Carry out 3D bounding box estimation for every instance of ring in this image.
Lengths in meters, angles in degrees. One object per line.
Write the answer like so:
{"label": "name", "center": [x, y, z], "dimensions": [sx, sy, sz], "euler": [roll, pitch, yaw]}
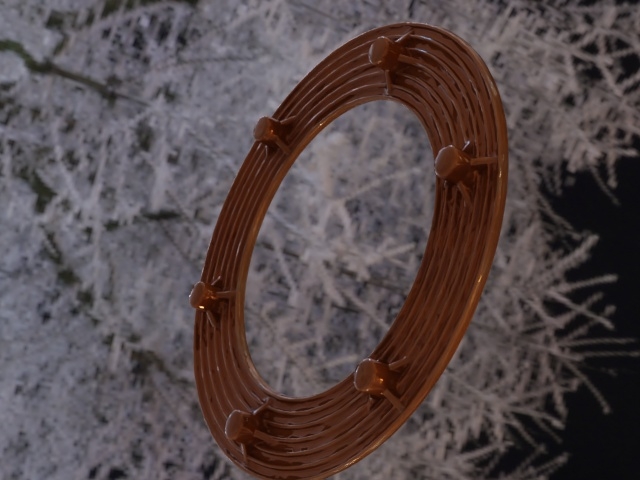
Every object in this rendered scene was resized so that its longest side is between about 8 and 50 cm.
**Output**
{"label": "ring", "center": [0.000, 0.000, 0.855], "dimensions": [0.336, 0.032, 0.337], "euler": [-32, -133, 42]}
